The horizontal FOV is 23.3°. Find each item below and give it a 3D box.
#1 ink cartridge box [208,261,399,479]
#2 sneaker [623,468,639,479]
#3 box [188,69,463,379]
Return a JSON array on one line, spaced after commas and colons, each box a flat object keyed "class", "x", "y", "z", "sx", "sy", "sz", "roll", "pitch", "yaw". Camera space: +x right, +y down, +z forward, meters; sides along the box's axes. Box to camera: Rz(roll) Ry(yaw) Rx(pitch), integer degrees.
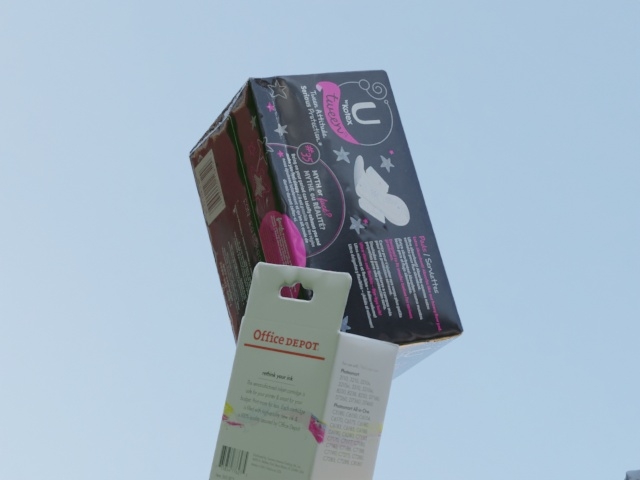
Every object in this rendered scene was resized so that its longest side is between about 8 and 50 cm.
[{"class": "ink cartridge box", "x": -0.011, "y": 0.112, "z": 1.052, "sx": 0.061, "sy": 0.181, "sz": 0.104, "roll": 16, "pitch": -6, "yaw": -42}, {"class": "sneaker", "x": 0.210, "y": 0.093, "z": 0.641, "sx": 0.130, "sy": 0.227, "sz": 0.087, "roll": 36, "pitch": -1, "yaw": 16}, {"class": "box", "x": 0.000, "y": 0.000, "z": 1.338, "sx": 0.163, "sy": 0.142, "sz": 0.247, "roll": -43, "pitch": -122, "yaw": 57}]
